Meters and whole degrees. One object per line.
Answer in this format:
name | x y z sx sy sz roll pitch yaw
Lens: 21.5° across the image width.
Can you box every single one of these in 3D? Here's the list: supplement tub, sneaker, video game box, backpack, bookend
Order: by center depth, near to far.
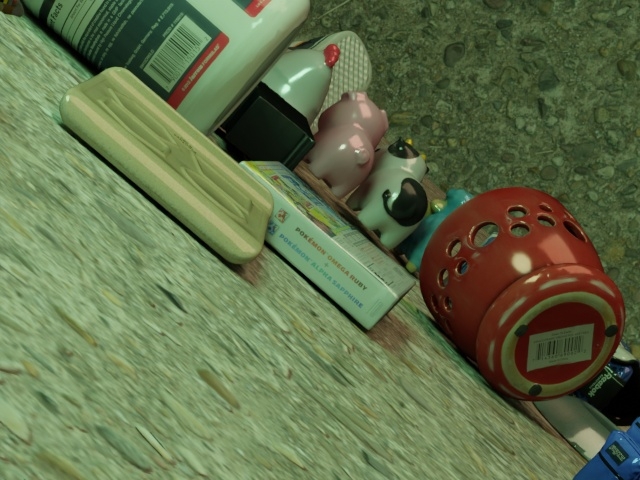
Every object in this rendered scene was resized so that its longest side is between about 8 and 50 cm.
backpack | 0.299 0.218 1.534 0.101 0.120 0.098 35 10 -38
video game box | 0.000 0.000 1.581 0.187 0.048 0.205 43 7 4
supplement tub | -0.163 -0.244 1.614 0.272 0.191 0.191 41 7 -1
bookend | -0.091 -0.142 1.852 0.156 0.072 0.157 38 8 -13
sneaker | 0.312 0.126 2.119 0.315 0.127 0.182 41 5 -14
sneaker | -0.054 -0.189 2.186 0.321 0.127 0.126 -29 104 -59

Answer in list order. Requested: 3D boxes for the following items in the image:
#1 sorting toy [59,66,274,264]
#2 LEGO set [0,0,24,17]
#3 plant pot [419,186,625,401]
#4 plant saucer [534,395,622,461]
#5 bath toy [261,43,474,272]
sorting toy | -0.123 -0.061 1.375 0.193 0.038 0.208 40 12 -6
LEGO set | -0.204 -0.259 1.036 0.192 0.331 0.255 17 5 -29
plant pot | 0.222 0.061 1.809 0.191 0.191 0.174 36 12 -33
plant saucer | 0.326 0.231 1.931 0.195 0.037 0.195 41 7 -6
bath toy | 0.049 -0.114 2.060 0.348 0.129 0.151 43 6 -31
